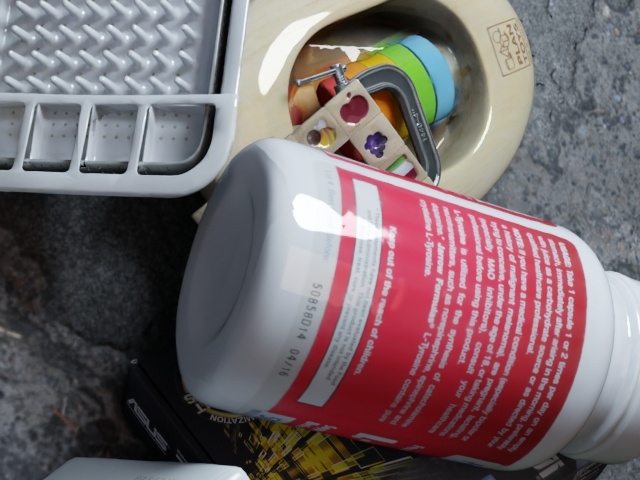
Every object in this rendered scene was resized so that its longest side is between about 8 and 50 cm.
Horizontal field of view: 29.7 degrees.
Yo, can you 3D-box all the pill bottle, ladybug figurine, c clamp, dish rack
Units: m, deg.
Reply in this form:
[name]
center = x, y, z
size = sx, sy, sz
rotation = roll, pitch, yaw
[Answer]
[pill bottle]
center = 0.100, 0.071, 1.048
size = 0.408, 0.229, 0.229
rotation = 16, 75, -21
[ladybug figurine]
center = 0.040, -0.142, 1.262
size = 0.449, 0.162, 0.305
rotation = -24, 99, -33
[c clamp]
center = 0.053, -0.102, 1.158
size = 0.137, 0.022, 0.160
rotation = -32, 102, -37
[dish rack]
center = -0.189, -0.196, 1.098
size = 0.072, 0.286, 0.332
rotation = 35, 59, -70

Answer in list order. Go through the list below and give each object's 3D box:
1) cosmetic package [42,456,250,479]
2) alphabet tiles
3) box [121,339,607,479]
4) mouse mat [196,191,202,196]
[cosmetic package]
center = -0.201, 0.413, 0.942
size = 0.394, 0.327, 0.329
rotation = -35, 103, -32
[alphabet tiles]
center = 0.000, 0.000, 1.127
size = 0.237, 0.009, 0.198
rotation = -40, 112, -5
[box]
center = 0.054, 0.179, 1.182
size = 0.395, 0.097, 0.318
rotation = -22, 59, -33
[mouse mat]
center = -0.099, -0.113, 1.268
size = 0.190, 0.007, 0.152
rotation = 29, 69, -29
